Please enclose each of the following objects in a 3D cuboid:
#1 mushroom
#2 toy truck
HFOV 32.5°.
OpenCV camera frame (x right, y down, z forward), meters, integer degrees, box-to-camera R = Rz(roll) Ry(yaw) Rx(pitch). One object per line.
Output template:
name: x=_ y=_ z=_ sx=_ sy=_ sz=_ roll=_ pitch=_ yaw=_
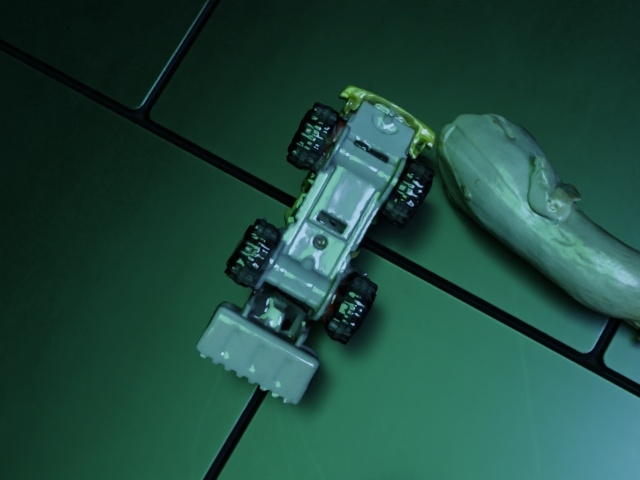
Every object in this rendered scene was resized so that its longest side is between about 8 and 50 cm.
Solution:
mushroom: x=0.212 y=-0.010 z=0.982 sx=0.278 sy=0.096 sz=0.099 roll=43 pitch=115 yaw=16
toy truck: x=0.000 y=0.000 z=0.993 sx=0.136 sy=0.111 sz=0.286 roll=30 pitch=84 yaw=-3
